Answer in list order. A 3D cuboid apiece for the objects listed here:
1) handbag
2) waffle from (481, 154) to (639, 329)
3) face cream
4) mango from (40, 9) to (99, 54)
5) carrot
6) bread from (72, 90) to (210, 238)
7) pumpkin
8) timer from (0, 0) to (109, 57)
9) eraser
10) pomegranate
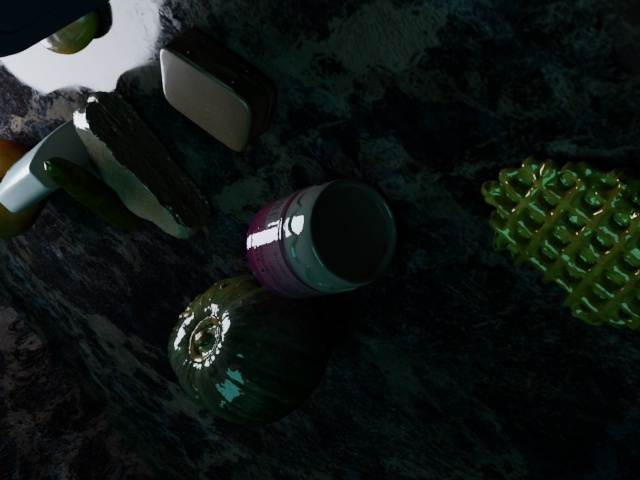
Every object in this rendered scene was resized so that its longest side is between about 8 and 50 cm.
[{"bbox_3d":[-0.167,-0.237,1.369,0.193,0.072,0.151,34,147,16],"label":"handbag"},{"bbox_3d":[0.330,0.008,1.078,0.291,0.051,0.291,31,144,26],"label":"waffle"},{"bbox_3d":[0.000,0.000,1.343,0.175,0.175,0.195,54,150,-13],"label":"face cream"},{"bbox_3d":[-0.467,-0.392,1.558,0.187,0.066,0.101,-3,126,41],"label":"mango"},{"bbox_3d":[-0.469,-0.097,1.752,0.074,0.074,0.358,32,175,21],"label":"carrot"},{"bbox_3d":[-0.366,-0.140,1.697,0.337,0.102,0.183,51,153,-13],"label":"bread"},{"bbox_3d":[-0.137,0.202,1.643,0.257,0.291,0.328,31,180,-39],"label":"pumpkin"},{"bbox_3d":[-0.406,-0.464,1.104,0.173,0.395,0.395,30,146,29],"label":"timer"},{"bbox_3d":[-0.592,-0.164,1.846,0.104,0.189,0.290,51,149,-16],"label":"eraser"},{"bbox_3d":[-0.804,-0.122,2.089,0.264,0.264,0.264,31,146,24],"label":"pomegranate"}]
